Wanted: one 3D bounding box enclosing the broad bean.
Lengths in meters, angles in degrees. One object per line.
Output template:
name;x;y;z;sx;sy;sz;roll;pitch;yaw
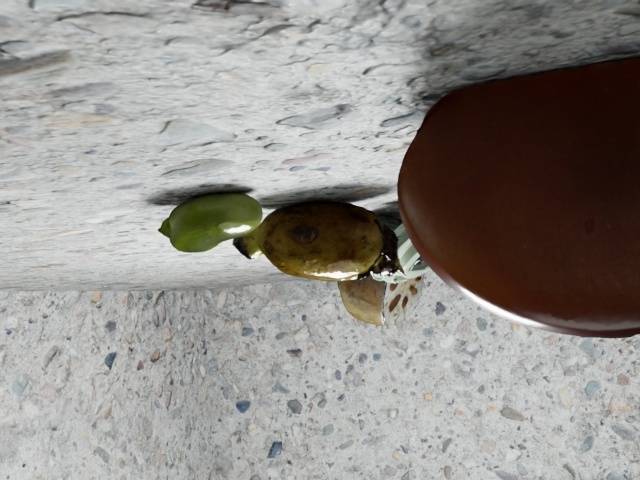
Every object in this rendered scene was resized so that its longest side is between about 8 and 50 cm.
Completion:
broad bean;-0.178;-0.033;1.036;0.125;0.082;0.175;1;161;-46

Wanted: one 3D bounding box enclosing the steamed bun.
steamed bun;0.273;-0.027;0.659;0.380;0.248;0.235;-8;174;11

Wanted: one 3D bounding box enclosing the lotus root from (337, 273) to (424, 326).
lotus root;0.158;0.089;1.716;0.192;0.271;0.272;9;-177;36

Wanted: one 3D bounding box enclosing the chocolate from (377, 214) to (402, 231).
chocolate;0.167;-0.002;1.437;0.110;0.110;0.248;-10;177;38

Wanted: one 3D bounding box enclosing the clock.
clock;0.209;0.017;1.333;0.237;0.053;0.236;-26;152;-15

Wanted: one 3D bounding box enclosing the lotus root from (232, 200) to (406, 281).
lotus root;0.000;0.000;1.165;0.315;0.141;0.169;4;171;1
